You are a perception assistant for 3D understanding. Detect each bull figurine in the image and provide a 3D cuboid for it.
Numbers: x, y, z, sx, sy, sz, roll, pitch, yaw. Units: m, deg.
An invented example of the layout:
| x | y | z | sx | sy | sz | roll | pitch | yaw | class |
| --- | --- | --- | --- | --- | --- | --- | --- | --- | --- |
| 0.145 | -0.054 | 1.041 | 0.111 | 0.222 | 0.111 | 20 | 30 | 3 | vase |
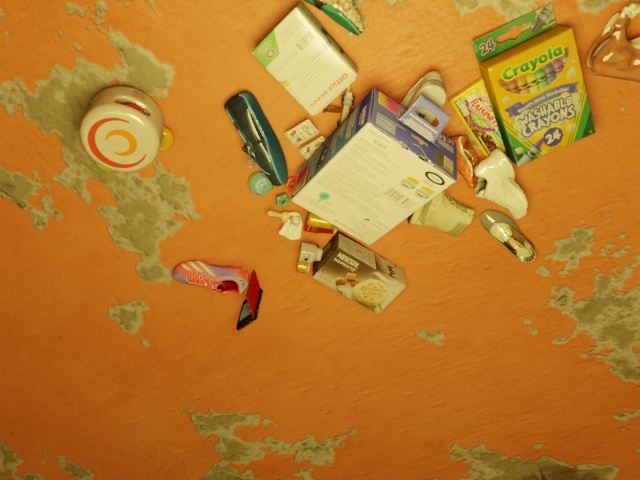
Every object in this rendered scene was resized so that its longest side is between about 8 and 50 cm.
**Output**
| x | y | z | sx | sy | sz | roll | pitch | yaw | class |
| --- | --- | --- | --- | --- | --- | --- | --- | --- | --- |
| 0.782 | -0.432 | 1.254 | 0.310 | 0.101 | 0.189 | 7 | 119 | -4 | bull figurine |

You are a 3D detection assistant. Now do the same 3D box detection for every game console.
| x | y | z | sx | sy | sz | roll | pitch | yaw | class |
| --- | --- | --- | --- | --- | --- | --- | --- | --- | --- |
| -0.231 | 0.185 | 1.687 | 0.124 | 0.144 | 0.085 | -35 | 114 | 23 | game console |

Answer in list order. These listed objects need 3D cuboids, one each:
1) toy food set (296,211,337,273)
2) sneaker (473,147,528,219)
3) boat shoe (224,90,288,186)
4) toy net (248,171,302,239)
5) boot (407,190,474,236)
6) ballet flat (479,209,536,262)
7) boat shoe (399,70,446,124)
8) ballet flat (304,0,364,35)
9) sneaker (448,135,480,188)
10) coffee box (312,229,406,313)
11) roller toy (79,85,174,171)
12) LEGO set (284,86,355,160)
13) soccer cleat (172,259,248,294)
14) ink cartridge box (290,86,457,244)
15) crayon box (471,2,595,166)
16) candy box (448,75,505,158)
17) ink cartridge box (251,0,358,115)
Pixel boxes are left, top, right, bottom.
| x | y | z | sx | sy | sz | roll | pitch | yaw | class |
| --- | --- | --- | --- | --- | --- | --- | --- | --- | --- |
| 0.000 | 0.000 | 1.573 | 0.104 | 0.111 | 0.232 | 10 | 130 | -5 | toy food set |
| 0.475 | -0.137 | 1.459 | 0.115 | 0.090 | 0.232 | -28 | 122 | 15 | sneaker |
| -0.167 | -0.261 | 1.433 | 0.089 | 0.109 | 0.258 | -17 | 104 | 22 | boat shoe |
| -0.105 | -0.107 | 1.554 | 0.122 | 0.045 | 0.232 | -34 | 122 | -8 | toy net |
| 0.353 | -0.111 | 1.500 | 0.165 | 0.077 | 0.213 | 17 | 127 | -7 | boot |
| 0.544 | -0.010 | 1.559 | 0.213 | 0.068 | 0.072 | 36 | 118 | -18 | ballet flat |
| 0.227 | -0.309 | 1.373 | 0.096 | 0.088 | 0.268 | 17 | 140 | -8 | boat shoe |
| 0.010 | -0.558 | 1.229 | 0.240 | 0.091 | 0.077 | 26 | 99 | -17 | ballet flat |
| 0.382 | -0.211 | 1.452 | 0.067 | 0.064 | 0.175 | 8 | 140 | 43 | sneaker |
| 0.115 | 0.097 | 1.636 | 0.246 | 0.098 | 0.141 | 31 | 119 | -16 | coffee box |
| -0.501 | -0.288 | 1.393 | 0.209 | 0.146 | 0.191 | -13 | 131 | 5 | roller toy |
| 0.055 | -0.292 | 1.433 | 0.244 | 0.060 | 0.182 | -28 | 129 | 22 | LEGO set |
| -0.343 | 0.118 | 1.672 | 0.247 | 0.095 | 0.083 | 5 | 123 | 6 | soccer cleat |
| 0.149 | -0.185 | 1.349 | 0.270 | 0.151 | 0.395 | 29 | 139 | -21 | ink cartridge box |
| 0.514 | -0.365 | 1.305 | 0.203 | 0.083 | 0.323 | -24 | 117 | 10 | crayon box |
| 0.426 | -0.311 | 1.395 | 0.105 | 0.027 | 0.206 | -34 | 115 | 18 | candy box |
| -0.033 | -0.432 | 1.304 | 0.154 | 0.093 | 0.212 | -37 | 112 | 25 | ink cartridge box |
